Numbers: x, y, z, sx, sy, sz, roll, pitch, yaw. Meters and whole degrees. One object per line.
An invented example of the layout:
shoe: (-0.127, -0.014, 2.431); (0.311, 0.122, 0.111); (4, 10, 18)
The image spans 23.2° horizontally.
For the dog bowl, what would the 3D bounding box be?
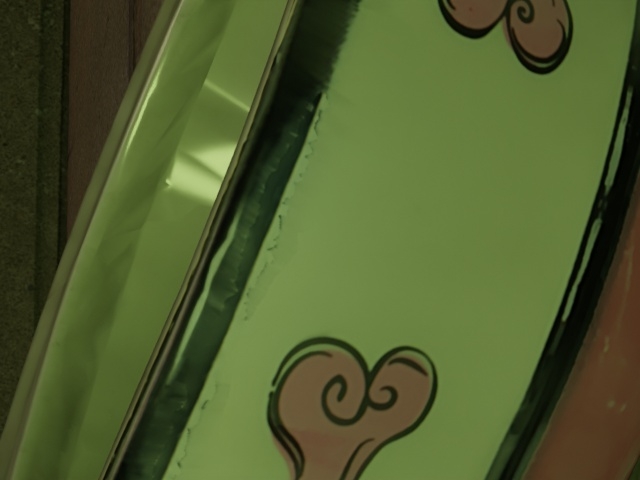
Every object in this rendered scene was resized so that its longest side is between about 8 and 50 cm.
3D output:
dog bowl: (0.000, 0.000, 0.586); (0.408, 0.150, 0.408); (-159, 90, -77)
